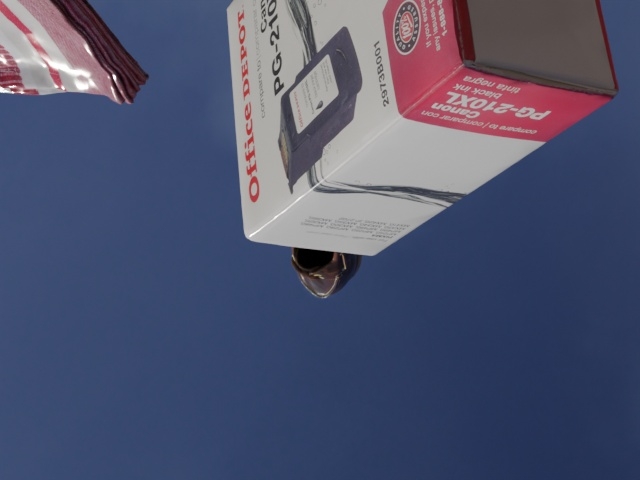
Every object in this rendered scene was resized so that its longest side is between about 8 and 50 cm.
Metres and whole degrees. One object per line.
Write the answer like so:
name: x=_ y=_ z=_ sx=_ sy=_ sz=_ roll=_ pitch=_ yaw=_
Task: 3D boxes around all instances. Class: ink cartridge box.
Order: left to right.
ink cartridge box: x=0.040 y=-0.111 z=0.614 sx=0.100 sy=0.237 sz=0.171 roll=5 pitch=-113 yaw=-28

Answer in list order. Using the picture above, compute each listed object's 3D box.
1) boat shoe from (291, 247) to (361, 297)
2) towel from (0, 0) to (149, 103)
boat shoe: x=0.000 y=0.000 z=1.048 sx=0.073 sy=0.207 sz=0.073 roll=31 pitch=-121 yaw=15
towel: x=-0.344 y=-0.206 z=0.963 sx=0.329 sy=0.237 sz=0.037 roll=6 pitch=-116 yaw=28
